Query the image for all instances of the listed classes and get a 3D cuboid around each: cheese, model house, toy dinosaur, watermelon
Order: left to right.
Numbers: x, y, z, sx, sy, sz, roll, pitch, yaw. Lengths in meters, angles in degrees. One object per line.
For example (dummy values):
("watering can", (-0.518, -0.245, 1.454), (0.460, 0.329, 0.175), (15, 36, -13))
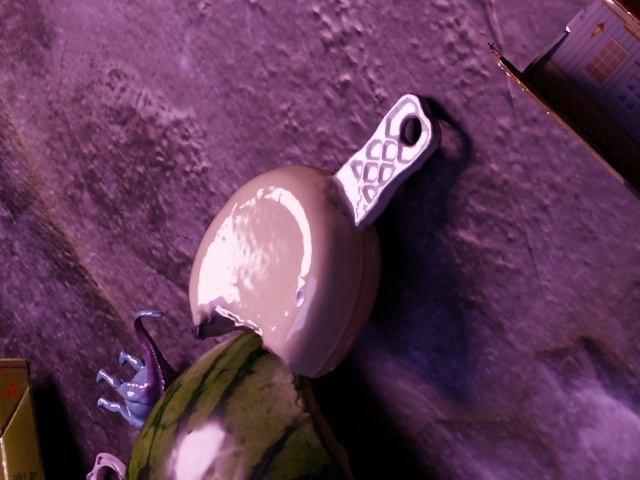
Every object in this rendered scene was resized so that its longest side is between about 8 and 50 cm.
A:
("toy dinosaur", (-0.152, 0.130, 1.644), (0.080, 0.045, 0.197), (27, 132, 26))
("watermelon", (-0.054, 0.243, 1.465), (0.330, 0.189, 0.331), (14, 109, 48))
("cheese", (-0.006, -0.016, 1.382), (0.163, 0.070, 0.249), (44, 116, 45))
("model house", (0.206, -0.089, 1.078), (0.136, 0.207, 0.219), (-45, 52, 10))

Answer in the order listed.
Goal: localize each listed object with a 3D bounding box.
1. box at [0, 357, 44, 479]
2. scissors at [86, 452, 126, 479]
("box", (-0.295, 0.284, 1.793), (0.173, 0.043, 0.311), (-42, 54, 57))
("scissors", (-0.148, 0.245, 1.706), (0.189, 0.015, 0.100), (1, 103, 49))
